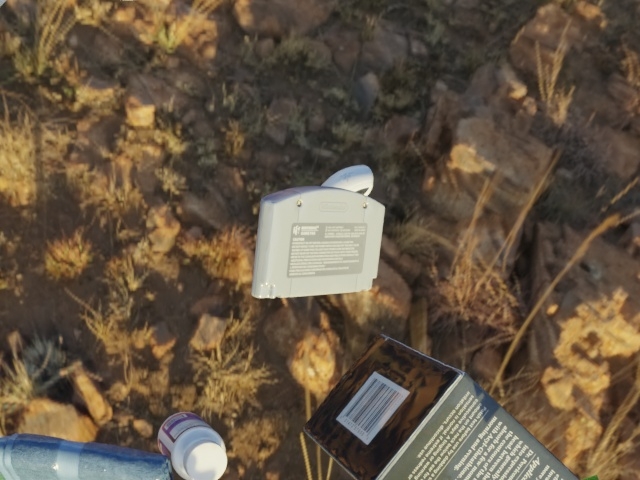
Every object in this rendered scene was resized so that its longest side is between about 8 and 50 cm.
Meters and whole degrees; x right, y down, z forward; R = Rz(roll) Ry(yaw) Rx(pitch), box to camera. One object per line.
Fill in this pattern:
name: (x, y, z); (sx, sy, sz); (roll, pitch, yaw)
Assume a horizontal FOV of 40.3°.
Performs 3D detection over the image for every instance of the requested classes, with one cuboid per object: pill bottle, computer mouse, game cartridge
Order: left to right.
pill bottle: (-0.251, 0.413, 1.728); (0.108, 0.193, 0.108); (-2, 94, -23)
game cartridge: (0.000, 0.000, 0.445); (0.017, 0.056, 0.083); (18, 12, 42)
computer mouse: (0.003, -0.055, 1.390); (0.042, 0.193, 0.106); (29, 25, -42)

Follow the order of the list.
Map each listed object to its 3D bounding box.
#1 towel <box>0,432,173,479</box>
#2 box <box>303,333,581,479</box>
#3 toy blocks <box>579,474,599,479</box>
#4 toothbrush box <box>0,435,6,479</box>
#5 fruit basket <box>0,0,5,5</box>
towel: (-0.160, 0.157, 0.600); (0.120, 0.067, 0.029); (8, 55, 1)
box: (0.216, 0.365, 1.349); (0.395, 0.293, 0.212); (43, 80, -18)
toy blocks: (0.347, 0.416, 0.851); (0.191, 0.261, 0.381); (-21, 71, 9)
toothbrush box: (-0.290, 0.288, 0.697); (0.283, 0.206, 0.122); (51, 33, -5)
fruit basket: (-0.198, -0.302, 0.520); (0.165, 0.353, 0.327); (-6, 77, -50)
